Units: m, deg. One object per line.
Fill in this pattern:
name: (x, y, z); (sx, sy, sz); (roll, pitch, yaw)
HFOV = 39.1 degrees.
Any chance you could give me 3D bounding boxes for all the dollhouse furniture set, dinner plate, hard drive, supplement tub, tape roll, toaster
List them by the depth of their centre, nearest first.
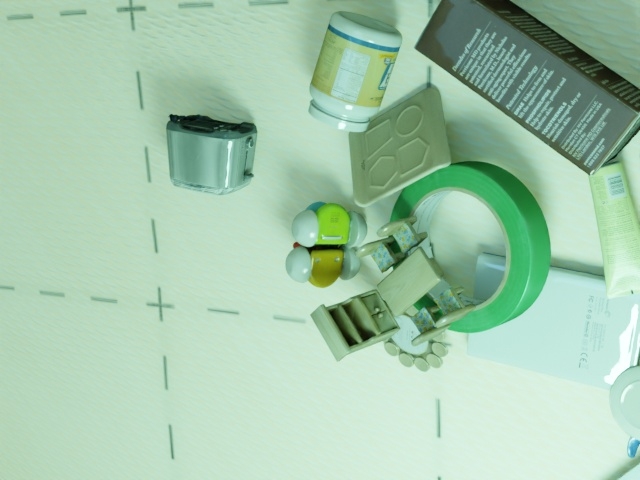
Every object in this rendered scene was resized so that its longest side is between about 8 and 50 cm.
dinner plate: (0.588, 0.297, 1.623); (0.141, 0.017, 0.141); (6, 100, 37)
tape roll: (0.275, 0.012, 1.702); (0.321, 0.077, 0.321); (12, 108, 41)
dollhouse furniture set: (0.122, 0.110, 1.704); (0.242, 0.161, 0.212); (-46, 68, 42)
hard drive: (0.446, 0.154, 1.713); (0.319, 0.040, 0.210); (12, 108, 26)
supplement tub: (0.062, -0.325, 1.735); (0.144, 0.144, 0.199); (27, 115, 20)
toaster: (-0.244, -0.187, 1.950); (0.227, 0.129, 0.146); (12, 111, 24)

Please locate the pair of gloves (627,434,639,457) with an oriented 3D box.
pair of gloves: (0.643, 0.354, 1.611); (0.198, 0.023, 0.159); (-12, 88, 35)

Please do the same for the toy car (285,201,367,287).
toy car: (0.000, 0.000, 1.873); (0.136, 0.159, 0.182); (42, 128, 55)

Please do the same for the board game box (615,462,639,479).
board game box: (0.758, 0.521, 1.634); (0.390, 0.050, 0.390); (47, 119, 11)

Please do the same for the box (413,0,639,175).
box: (0.370, -0.285, 1.550); (0.381, 0.191, 0.143); (41, 119, 14)

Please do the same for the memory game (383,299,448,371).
memory game: (0.182, 0.192, 1.850); (0.186, 0.012, 0.186); (25, 135, 28)

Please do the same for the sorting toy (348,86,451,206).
sorting toy: (0.152, -0.177, 1.739); (0.208, 0.038, 0.193); (-24, 52, 29)

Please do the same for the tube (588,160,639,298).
tube: (0.530, -0.018, 1.603); (0.070, 0.062, 0.240); (-9, 97, 63)
